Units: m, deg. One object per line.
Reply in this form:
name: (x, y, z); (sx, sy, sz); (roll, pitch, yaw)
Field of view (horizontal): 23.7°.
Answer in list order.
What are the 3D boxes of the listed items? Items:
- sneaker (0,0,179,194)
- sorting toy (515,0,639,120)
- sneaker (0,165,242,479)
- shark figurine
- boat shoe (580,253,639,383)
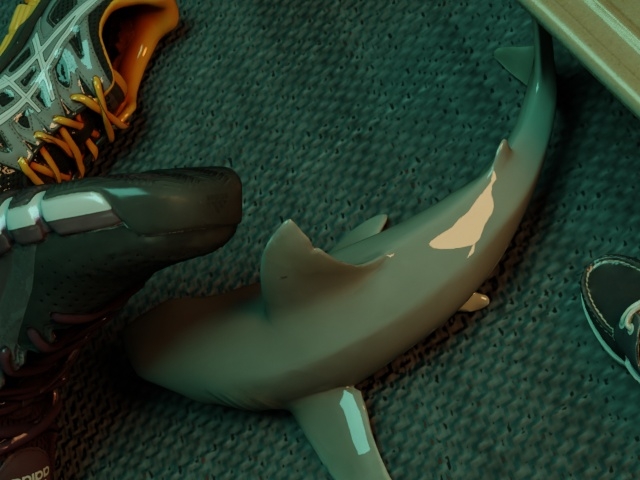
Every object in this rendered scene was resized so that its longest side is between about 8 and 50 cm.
sneaker: (-0.150, -0.073, 0.868); (0.083, 0.084, 0.215); (8, 66, 27)
sorting toy: (0.247, -0.137, 0.649); (0.307, 0.041, 0.229); (-35, 59, -11)
sneaker: (-0.129, 0.061, 0.729); (0.281, 0.106, 0.162); (-14, 88, 43)
shark figurine: (0.025, -0.005, 0.686); (0.278, 0.116, 0.166); (-42, 48, 5)
boat shoe: (0.144, 0.043, 0.623); (0.046, 0.038, 0.125); (-38, 47, 7)
